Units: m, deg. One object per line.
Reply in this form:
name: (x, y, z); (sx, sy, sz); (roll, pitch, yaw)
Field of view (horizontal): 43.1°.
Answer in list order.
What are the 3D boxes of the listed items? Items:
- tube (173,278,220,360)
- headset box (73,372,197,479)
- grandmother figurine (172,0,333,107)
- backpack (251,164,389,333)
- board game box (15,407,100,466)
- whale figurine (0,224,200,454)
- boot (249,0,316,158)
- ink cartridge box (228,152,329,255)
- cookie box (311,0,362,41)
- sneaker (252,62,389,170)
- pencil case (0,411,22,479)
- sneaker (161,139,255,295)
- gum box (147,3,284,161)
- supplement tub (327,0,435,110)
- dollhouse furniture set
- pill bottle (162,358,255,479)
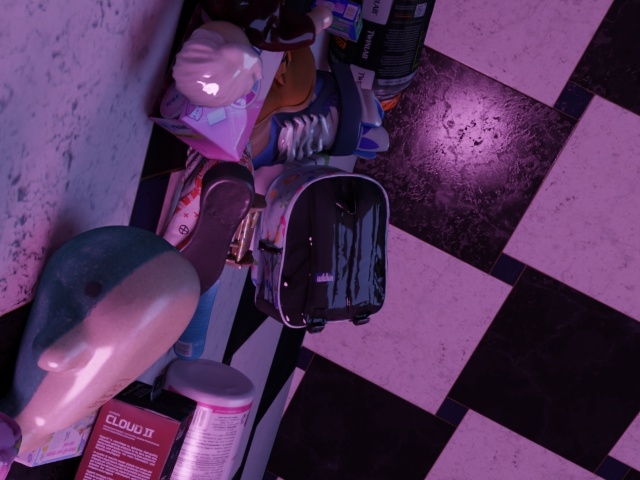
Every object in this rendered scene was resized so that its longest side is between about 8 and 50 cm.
tube: (-0.211, 0.123, 1.320); (0.207, 0.080, 0.052); (106, -23, -50)
headset box: (-0.270, 0.330, 1.135); (0.218, 0.110, 0.293); (123, -13, -86)
grandmother figurine: (-0.072, -0.293, 0.911); (0.104, 0.208, 0.342); (-23, -137, 58)
backpack: (0.000, 0.000, 1.355); (0.191, 0.225, 0.253); (30, -60, 54)
board game box: (-0.307, 0.212, 0.979); (0.154, 0.026, 0.103); (68, 41, -79)
whale figurine: (-0.252, 0.098, 0.829); (0.272, 0.141, 0.216); (-46, 172, 0)
boot: (-0.079, -0.282, 1.205); (0.283, 0.109, 0.220); (-56, 161, -37)
ink cartridge box: (-0.082, -0.077, 1.564); (0.273, 0.115, 0.198); (-41, 149, -76)
cookie box: (0.034, -0.439, 1.595); (0.107, 0.092, 0.040); (43, 69, -82)
sneaker: (-0.001, -0.192, 1.390); (0.323, 0.236, 0.130); (-62, 168, -52)
pencil case: (-0.325, 0.261, 0.616); (0.124, 0.124, 0.284); (46, 62, -82)
sneaker: (-0.166, -0.037, 1.128); (0.270, 0.090, 0.145); (-55, -152, 36)
gum box: (-0.118, -0.205, 0.988); (0.107, 0.062, 0.188); (34, 72, -47)
supplement tub: (0.131, -0.468, 1.786); (0.207, 0.207, 0.338); (-63, 169, -48)
dollhouse furniture set: (-0.148, -0.035, 1.229); (0.161, 0.101, 0.182); (-57, 164, -62)
pill bottle: (-0.228, 0.367, 1.437); (0.160, 0.160, 0.283); (-38, 147, -77)
